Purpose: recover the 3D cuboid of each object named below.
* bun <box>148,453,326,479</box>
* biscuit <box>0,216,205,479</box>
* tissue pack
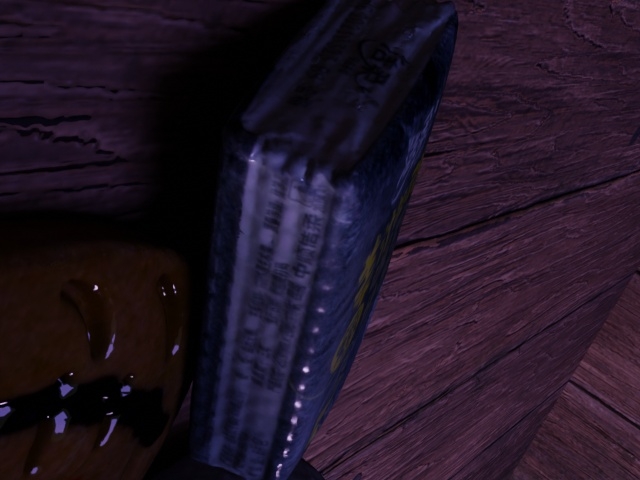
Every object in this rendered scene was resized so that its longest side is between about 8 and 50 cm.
[{"bbox_3d":[-0.089,0.322,0.754,0.362,0.211,0.362,-44,153,-29],"label":"bun"},{"bbox_3d":[-0.191,0.132,0.486,0.367,0.063,0.314,-10,130,-60],"label":"biscuit"},{"bbox_3d":[0.000,0.000,0.599,0.185,0.081,0.257,-60,168,-47],"label":"tissue pack"}]
